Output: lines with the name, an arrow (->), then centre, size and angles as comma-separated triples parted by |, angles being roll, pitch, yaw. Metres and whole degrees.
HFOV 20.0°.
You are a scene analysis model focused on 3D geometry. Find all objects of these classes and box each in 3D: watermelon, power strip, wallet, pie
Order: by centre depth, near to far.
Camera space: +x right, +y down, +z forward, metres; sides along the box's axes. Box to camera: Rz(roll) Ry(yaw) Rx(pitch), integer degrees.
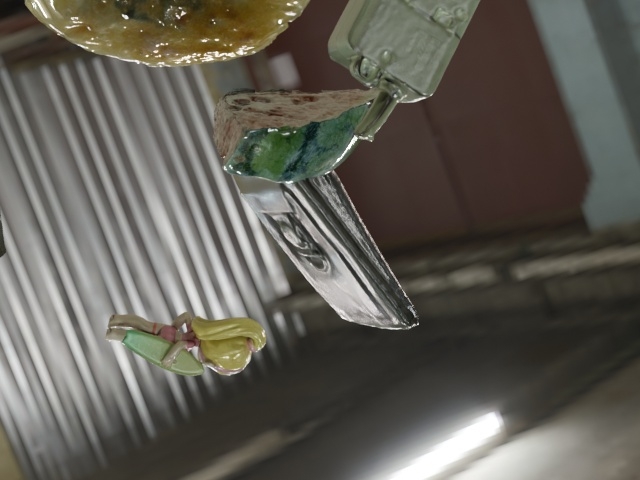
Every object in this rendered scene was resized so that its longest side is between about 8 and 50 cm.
pie -> -0.093, -0.182, 1.236 | 0.218, 0.052, 0.185 | -17, 150, 14
power strip -> 0.086, -0.213, 1.520 | 0.288, 0.093, 0.053 | -62, -160, -11
watermelon -> -0.033, -0.096, 1.602 | 0.139, 0.071, 0.187 | 20, -151, 38
wallet -> 0.000, 0.000, 1.966 | 0.052, 0.245, 0.168 | -43, -160, -25

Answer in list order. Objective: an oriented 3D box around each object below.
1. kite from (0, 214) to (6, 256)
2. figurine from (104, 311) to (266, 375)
kite -> -0.477, 0.038, 1.862 | 0.360, 0.022, 0.204 | -37, -131, 4
figurine -> -0.159, 0.114, 2.138 | 0.187, 0.083, 0.083 | 12, -171, -2
